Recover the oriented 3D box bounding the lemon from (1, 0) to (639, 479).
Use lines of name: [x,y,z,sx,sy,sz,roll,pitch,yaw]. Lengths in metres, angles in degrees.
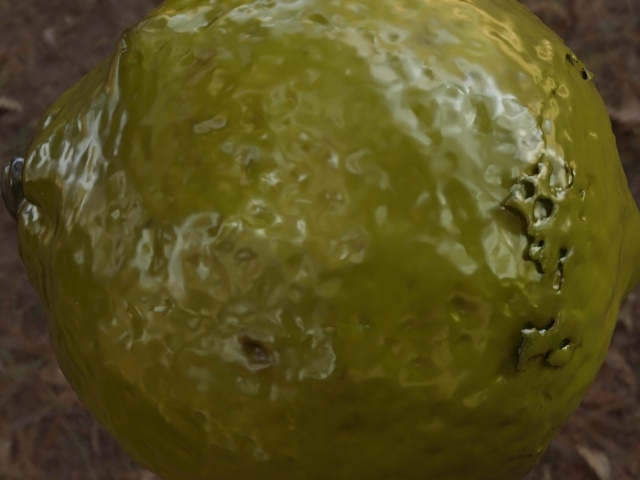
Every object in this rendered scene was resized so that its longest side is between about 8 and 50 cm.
lemon: [0.000,0.000,0.973,0.387,0.350,0.350,4,53,0]
